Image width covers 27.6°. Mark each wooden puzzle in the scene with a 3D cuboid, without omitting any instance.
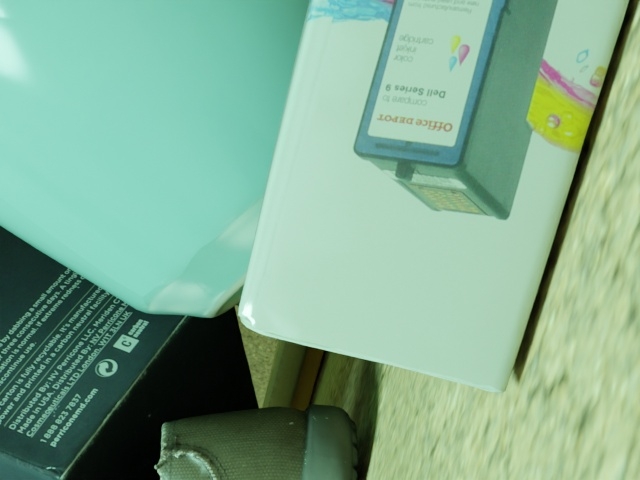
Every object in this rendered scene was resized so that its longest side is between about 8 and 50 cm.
[{"bbox_3d":[-0.008,0.084,1.353,0.238,0.044,0.221,-70,-4,-62],"label":"wooden puzzle"}]

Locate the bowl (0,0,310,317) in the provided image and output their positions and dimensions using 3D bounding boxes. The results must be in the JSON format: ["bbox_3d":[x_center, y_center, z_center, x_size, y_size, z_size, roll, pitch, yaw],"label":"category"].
[{"bbox_3d":[-0.040,-0.075,0.674,0.311,0.163,0.311,-39,-3,-3],"label":"bowl"}]

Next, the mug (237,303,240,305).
[{"bbox_3d":[0.000,0.000,0.851,0.129,0.097,0.157,101,180,-64],"label":"mug"}]

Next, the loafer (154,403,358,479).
[{"bbox_3d":[-0.080,0.259,0.777,0.134,0.130,0.365,-94,19,-83],"label":"loafer"}]

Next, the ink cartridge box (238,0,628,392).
[{"bbox_3d":[0.042,-0.075,0.446,0.154,0.093,0.212,-83,9,-79],"label":"ink cartridge box"}]

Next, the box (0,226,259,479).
[{"bbox_3d":[-0.213,0.150,0.924,0.179,0.313,0.343,-54,-31,-35],"label":"box"}]
